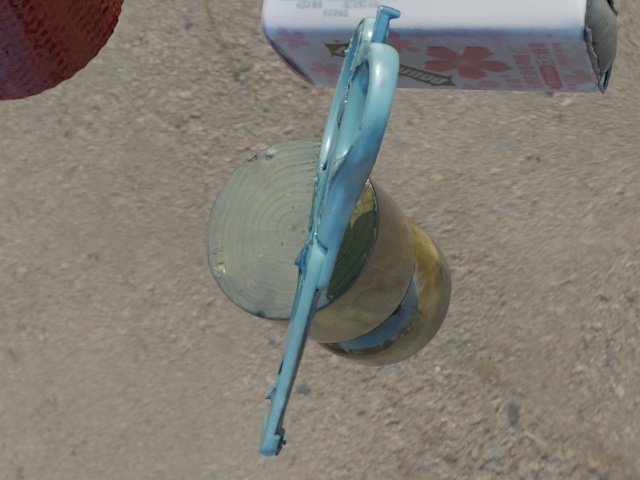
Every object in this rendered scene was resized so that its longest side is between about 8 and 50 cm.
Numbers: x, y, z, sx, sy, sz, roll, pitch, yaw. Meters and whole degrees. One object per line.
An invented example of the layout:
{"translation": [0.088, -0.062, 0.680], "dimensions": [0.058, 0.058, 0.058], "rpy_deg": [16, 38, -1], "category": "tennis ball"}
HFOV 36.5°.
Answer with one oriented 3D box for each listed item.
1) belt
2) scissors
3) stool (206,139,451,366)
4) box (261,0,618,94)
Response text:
{"translation": [-0.203, -0.194, 0.613], "dimensions": [0.128, 0.124, 0.201], "rpy_deg": [-16, 46, 3], "category": "belt"}
{"translation": [-0.001, 0.000, 0.805], "dimensions": [0.032, 0.180, 0.393], "rpy_deg": [13, 103, -7], "category": "scissors"}
{"translation": [0.019, 0.023, 1.013], "dimensions": [0.179, 0.264, 0.179], "rpy_deg": [-7, 71, 21], "category": "stool"}
{"translation": [0.138, -0.237, 1.081], "dimensions": [0.370, 0.190, 0.112], "rpy_deg": [6, 81, 24], "category": "box"}
